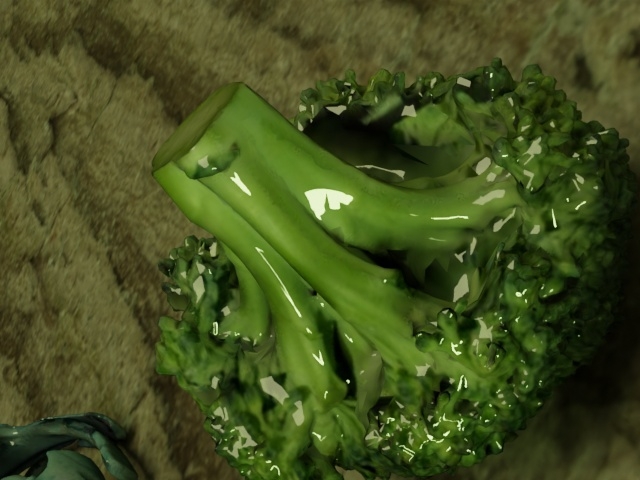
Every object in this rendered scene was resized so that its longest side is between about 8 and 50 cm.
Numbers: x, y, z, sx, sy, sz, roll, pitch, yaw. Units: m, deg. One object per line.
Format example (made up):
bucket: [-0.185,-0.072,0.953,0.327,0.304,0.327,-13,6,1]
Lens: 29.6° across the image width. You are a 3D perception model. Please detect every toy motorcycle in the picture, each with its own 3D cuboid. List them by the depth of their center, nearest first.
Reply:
toy motorcycle: [-0.266,0.245,1.063,0.260,0.154,0.206,-11,40,42]

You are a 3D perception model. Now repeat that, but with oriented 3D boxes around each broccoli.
broccoli: [0.030,0.013,0.714,0.288,0.260,0.235,-49,-4,-1]
